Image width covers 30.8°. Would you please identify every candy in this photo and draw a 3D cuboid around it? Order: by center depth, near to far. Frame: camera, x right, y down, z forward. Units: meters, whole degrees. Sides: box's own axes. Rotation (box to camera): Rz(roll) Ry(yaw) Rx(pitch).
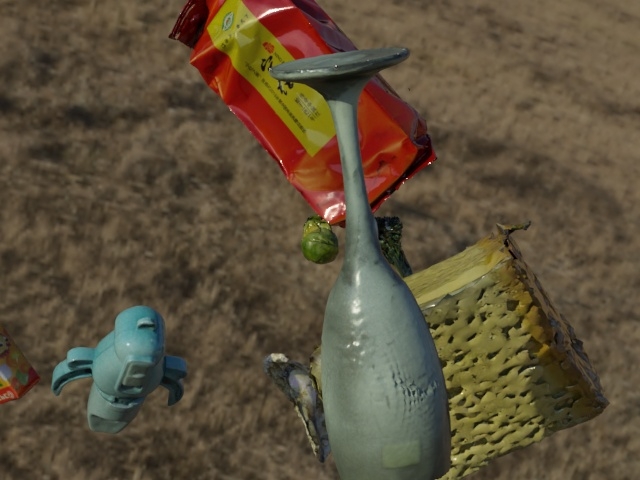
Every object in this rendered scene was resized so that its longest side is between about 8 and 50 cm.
[{"bbox_3d":[-0.339,0.105,1.155,0.062,0.122,0.038,-20,19,40],"label":"candy"}]

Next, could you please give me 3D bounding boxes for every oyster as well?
[{"bbox_3d":[-0.018,0.246,1.757,0.061,0.199,0.106,-5,15,42],"label":"oyster"}]

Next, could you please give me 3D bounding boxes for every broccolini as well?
[{"bbox_3d":[0.128,0.082,1.668,0.058,0.254,0.071,-24,8,-5],"label":"broccolini"}]

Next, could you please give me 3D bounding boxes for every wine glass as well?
[{"bbox_3d":[0.030,0.045,0.742,0.096,0.309,0.264,-7,13,4],"label":"wine glass"}]

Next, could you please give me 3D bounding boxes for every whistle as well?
[{"bbox_3d":[-0.269,0.187,1.606,0.186,0.274,0.093,9,49,-20],"label":"whistle"}]

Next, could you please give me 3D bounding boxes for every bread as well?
[{"bbox_3d":[0.109,0.059,1.152,0.279,0.248,0.315,54,7,-43],"label":"bread"}]

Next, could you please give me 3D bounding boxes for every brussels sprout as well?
[{"bbox_3d":[0.000,0.001,1.425,0.046,0.051,0.083,-7,19,4],"label":"brussels sprout"}]

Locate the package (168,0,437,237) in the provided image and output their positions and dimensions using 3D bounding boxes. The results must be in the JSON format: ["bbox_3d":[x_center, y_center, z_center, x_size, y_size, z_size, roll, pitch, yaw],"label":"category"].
[{"bbox_3d":[-0.024,-0.213,1.652,0.423,0.196,0.123,48,20,12],"label":"package"}]
